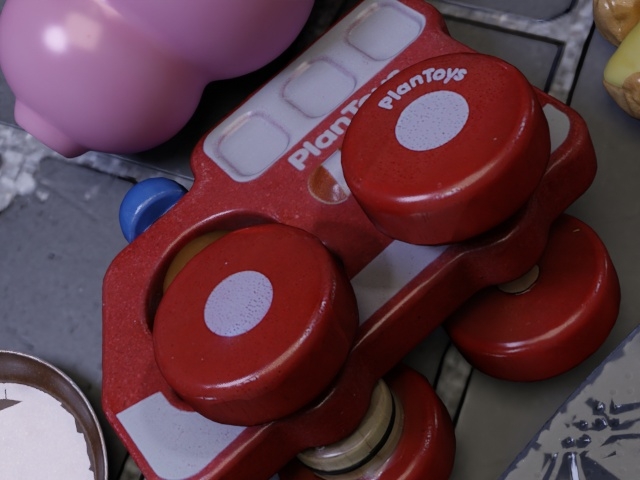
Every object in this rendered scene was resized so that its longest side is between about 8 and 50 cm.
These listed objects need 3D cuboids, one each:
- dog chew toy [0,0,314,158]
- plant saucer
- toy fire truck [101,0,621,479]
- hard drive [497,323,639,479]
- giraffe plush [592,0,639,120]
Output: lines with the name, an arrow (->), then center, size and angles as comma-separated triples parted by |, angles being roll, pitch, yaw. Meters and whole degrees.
dog chew toy -> -0.074, -0.195, 0.693 | 0.207, 0.206, 0.332 | 36, 90, 21
plant saucer -> -0.203, 0.150, 0.684 | 0.168, 0.029, 0.168 | -4, 71, 12
toy fire truck -> 0.000, 0.000, 0.637 | 0.302, 0.169, 0.254 | -42, 44, -4
hard drive -> 0.195, 0.142, 0.582 | 0.172, 0.054, 0.254 | 41, 85, 22
giraffe plush -> 0.254, -0.157, 0.611 | 0.210, 0.170, 0.181 | -40, 67, -3
